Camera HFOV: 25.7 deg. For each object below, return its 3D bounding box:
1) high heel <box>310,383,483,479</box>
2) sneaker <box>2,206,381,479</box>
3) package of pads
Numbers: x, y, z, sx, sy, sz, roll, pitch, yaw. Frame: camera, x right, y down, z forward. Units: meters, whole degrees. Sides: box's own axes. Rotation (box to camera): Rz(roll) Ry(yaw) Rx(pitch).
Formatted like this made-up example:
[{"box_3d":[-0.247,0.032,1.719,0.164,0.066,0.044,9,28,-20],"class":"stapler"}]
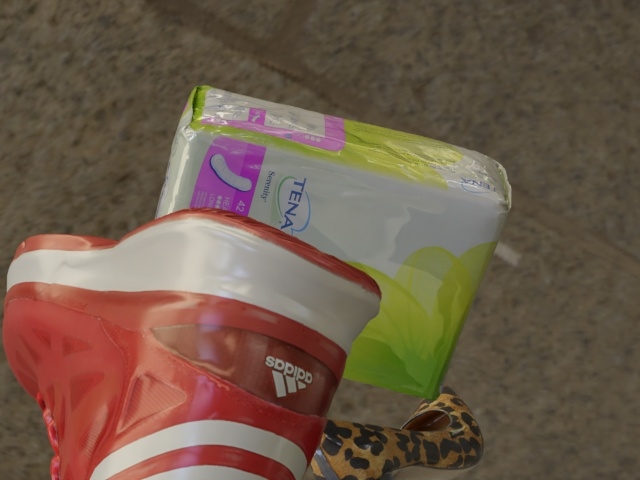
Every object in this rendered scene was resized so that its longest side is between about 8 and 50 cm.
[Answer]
[{"box_3d":[0.068,0.174,1.354,0.186,0.093,0.261,47,28,-17],"class":"high heel"},{"box_3d":[-0.070,0.069,0.430,0.087,0.221,0.128,25,71,-16],"class":"sneaker"},{"box_3d":[0.000,0.000,1.247,0.296,0.101,0.229,14,120,-7],"class":"package of pads"}]
